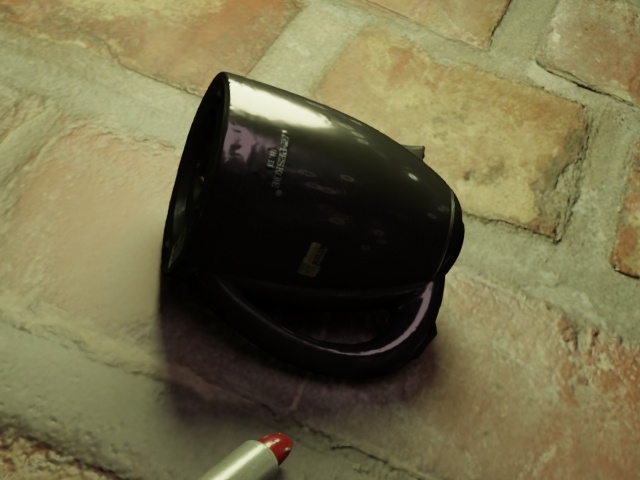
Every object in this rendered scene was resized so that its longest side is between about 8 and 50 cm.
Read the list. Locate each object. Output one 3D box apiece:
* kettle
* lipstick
[{"bbox_3d":[0.000,0.000,1.318,0.290,0.207,0.268,17,68,-16],"label":"kettle"},{"bbox_3d":[-0.083,0.212,1.126,0.186,0.057,0.063,-31,88,-50],"label":"lipstick"}]
